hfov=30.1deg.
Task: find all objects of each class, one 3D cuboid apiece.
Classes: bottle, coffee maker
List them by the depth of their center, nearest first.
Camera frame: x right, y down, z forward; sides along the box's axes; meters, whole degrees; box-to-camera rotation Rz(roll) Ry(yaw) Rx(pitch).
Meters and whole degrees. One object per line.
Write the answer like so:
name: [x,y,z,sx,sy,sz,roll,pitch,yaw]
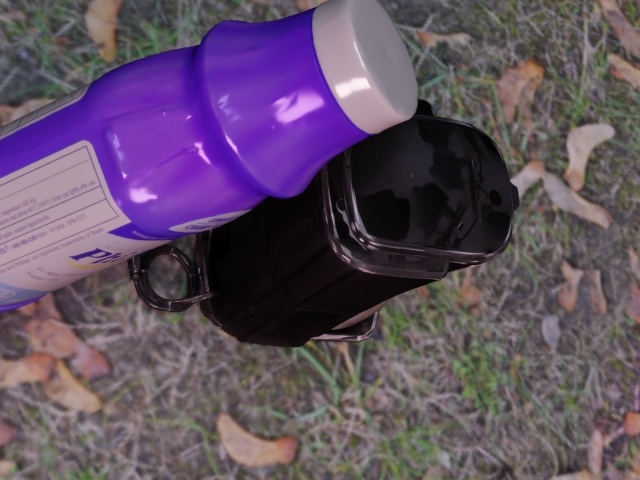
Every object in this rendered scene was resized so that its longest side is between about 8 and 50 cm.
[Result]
bottle: [-0.088,-0.042,0.613,0.118,0.283,0.092,-18,88,-65]
coffee maker: [0.000,0.000,0.697,0.171,0.178,0.120,-21,81,-29]
